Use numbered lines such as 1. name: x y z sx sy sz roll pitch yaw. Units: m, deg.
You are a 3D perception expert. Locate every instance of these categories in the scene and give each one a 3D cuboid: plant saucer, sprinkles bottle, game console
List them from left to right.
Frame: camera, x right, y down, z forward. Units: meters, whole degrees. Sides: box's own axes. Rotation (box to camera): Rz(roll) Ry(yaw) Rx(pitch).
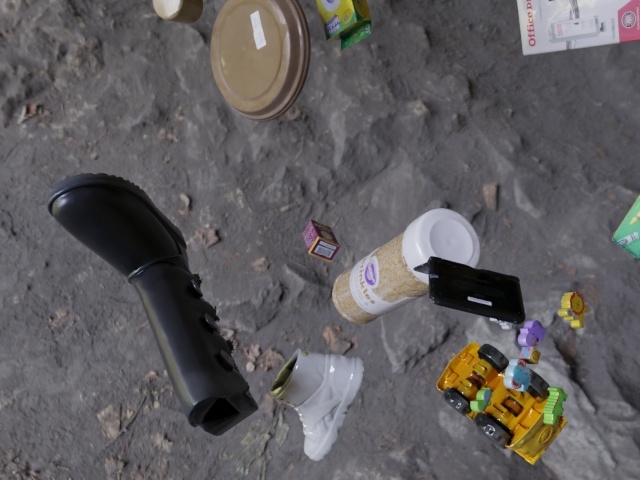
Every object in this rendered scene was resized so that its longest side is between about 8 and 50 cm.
1. plant saucer: -0.134 -0.381 1.175 0.041 0.278 0.278 -13 60 -48
2. sprinkles bottle: 0.140 0.060 1.054 0.121 0.355 0.121 8 68 -19
3. game console: 0.187 0.068 0.748 0.122 0.071 0.107 13 45 -5

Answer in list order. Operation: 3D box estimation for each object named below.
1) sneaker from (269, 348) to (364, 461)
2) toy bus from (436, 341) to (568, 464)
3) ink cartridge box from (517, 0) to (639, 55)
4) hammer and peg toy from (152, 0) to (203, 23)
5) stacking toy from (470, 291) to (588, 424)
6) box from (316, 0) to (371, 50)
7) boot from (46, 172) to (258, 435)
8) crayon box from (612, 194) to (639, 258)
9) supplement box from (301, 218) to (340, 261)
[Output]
1. sneaker: -0.031 0.343 1.232 0.169 0.292 0.108 14 29 -9
2. toy bus: 0.375 0.334 1.164 0.149 0.211 0.220 -49 37 -6
3. ink cartridge box: 0.588 -0.534 1.278 0.283 0.207 0.117 6 30 43
4. hammer and peg toy: -0.180 -0.499 0.803 0.266 0.361 0.127 48 28 1
5. stacking toy: 0.344 0.193 0.980 0.052 0.167 0.221 35 64 -20
6. box: 0.037 -0.468 1.122 0.043 0.105 0.179 -21 96 -34
7. boot: -0.298 0.122 1.060 0.146 0.367 0.445 -32 61 10
8. crayon box: 0.787 -0.098 1.277 0.165 0.278 0.081 -9 42 -31
9. supplement box: 0.000 0.000 1.212 0.055 0.043 0.083 21 22 -26
